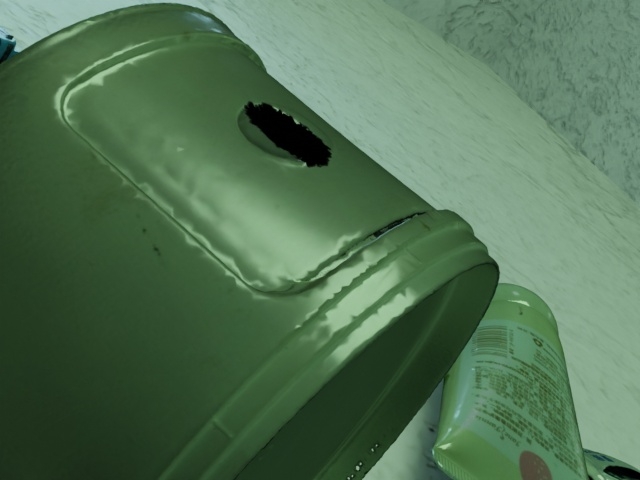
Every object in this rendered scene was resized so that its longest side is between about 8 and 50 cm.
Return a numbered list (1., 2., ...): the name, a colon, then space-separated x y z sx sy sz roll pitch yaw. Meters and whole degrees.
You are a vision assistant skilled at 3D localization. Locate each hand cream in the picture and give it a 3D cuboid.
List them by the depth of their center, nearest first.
1. hand cream: 0.142 0.124 0.847 0.147 0.093 0.306 39 18 -8

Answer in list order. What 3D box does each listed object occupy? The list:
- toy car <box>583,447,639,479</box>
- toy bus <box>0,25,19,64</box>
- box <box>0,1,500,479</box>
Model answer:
1. toy car: 0.253 0.222 0.857 0.095 0.056 0.205 16 27 -45
2. toy bus: -0.236 -0.137 0.746 0.083 0.038 0.046 41 14 17
3. box: -0.058 0.045 0.443 0.149 0.226 0.226 41 18 16
